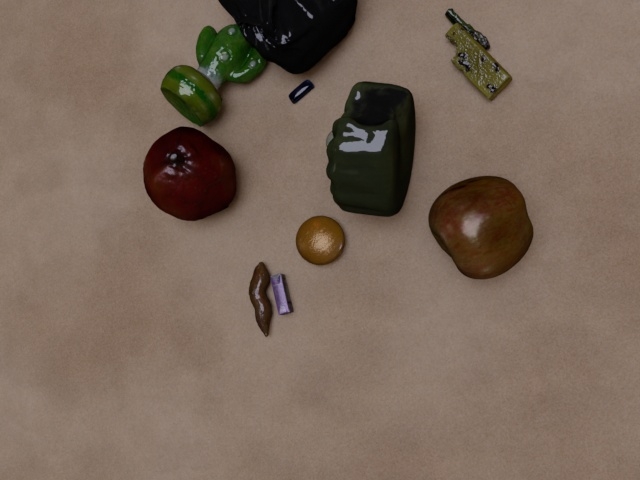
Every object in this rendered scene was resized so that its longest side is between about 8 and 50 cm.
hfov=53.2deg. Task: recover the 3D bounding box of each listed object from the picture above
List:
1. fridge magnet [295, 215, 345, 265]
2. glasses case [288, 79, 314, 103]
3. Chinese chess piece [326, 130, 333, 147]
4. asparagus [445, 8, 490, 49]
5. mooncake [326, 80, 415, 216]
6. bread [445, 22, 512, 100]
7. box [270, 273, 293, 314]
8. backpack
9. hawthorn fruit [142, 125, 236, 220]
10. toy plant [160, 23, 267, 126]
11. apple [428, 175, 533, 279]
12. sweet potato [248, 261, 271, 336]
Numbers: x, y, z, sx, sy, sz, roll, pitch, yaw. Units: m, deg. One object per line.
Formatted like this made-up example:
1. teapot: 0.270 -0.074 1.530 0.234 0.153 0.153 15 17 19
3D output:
1. fridge magnet: 0.000 0.000 1.821 0.143 0.063 0.143 -1 84 12
2. glasses case: -0.059 -0.444 1.899 0.083 0.023 0.033 -38 79 7
3. Chinese chess piece: 0.058 -0.284 1.850 0.084 0.034 0.084 -2 82 13
4. asparagus: 0.414 -0.590 1.790 0.165 0.030 0.036 45 134 14
5. mooncake: 0.136 -0.236 1.680 0.187 0.351 0.351 5 86 15
6. bread: 0.421 -0.494 1.762 0.226 0.049 0.088 50 119 14
7. box: -0.111 0.155 1.840 0.036 0.050 0.117 -15 83 11
8. backpack: -0.122 -0.719 1.825 0.446 0.255 0.363 42 82 17
9. hawthorn fruit: -0.382 -0.192 1.812 0.265 0.307 0.265 -1 84 7
10. toy plant: -0.318 -0.513 1.916 0.224 0.184 0.316 39 78 10
11. apple: 0.416 -0.039 1.627 0.264 0.264 0.264 -1 84 14
12. sweet potato: -0.175 0.171 1.853 0.065 0.051 0.218 -5 83 11
